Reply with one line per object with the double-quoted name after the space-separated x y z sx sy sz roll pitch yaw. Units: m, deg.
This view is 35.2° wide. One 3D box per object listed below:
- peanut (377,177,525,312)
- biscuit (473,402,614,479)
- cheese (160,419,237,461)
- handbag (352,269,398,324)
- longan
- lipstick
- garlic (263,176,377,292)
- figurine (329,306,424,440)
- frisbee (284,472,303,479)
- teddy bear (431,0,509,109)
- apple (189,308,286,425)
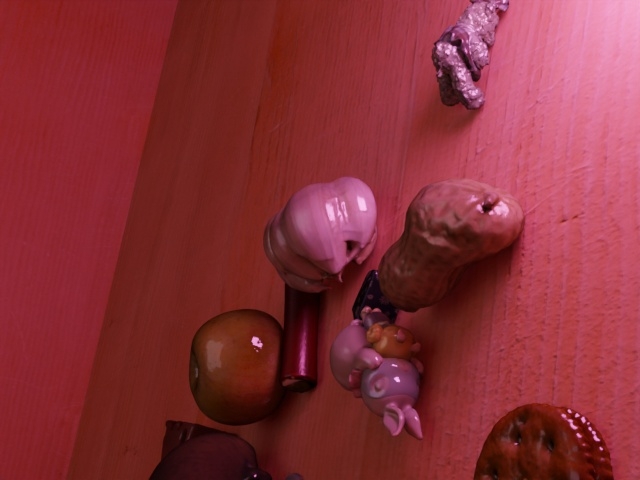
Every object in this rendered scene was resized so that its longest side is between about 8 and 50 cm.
0.193 -0.004 1.600 0.291 0.143 0.159 -46 58 44 "peanut"
0.279 0.315 1.289 0.220 0.066 0.220 -44 37 47 "biscuit"
-0.273 0.474 2.311 0.177 0.128 0.202 -48 29 40 "cheese"
0.100 0.102 1.842 0.139 0.072 0.115 -125 54 -77 "handbag"
-0.225 0.523 2.022 0.300 0.243 0.300 -25 48 32 "longan"
-0.040 0.186 2.054 0.080 0.080 0.241 -43 37 48 "lipstick"
-0.006 -0.006 1.954 0.281 0.185 0.203 -30 62 28 "garlic"
0.113 0.219 1.661 0.155 0.127 0.235 -60 30 4 "figurine"
-0.060 0.504 1.952 0.110 0.014 0.110 -45 36 46 "frisbee"
0.246 -0.339 1.764 0.133 0.111 0.213 16 90 62 "teddy bear"
-0.172 0.267 2.128 0.261 0.194 0.260 179 90 -72 "apple"
